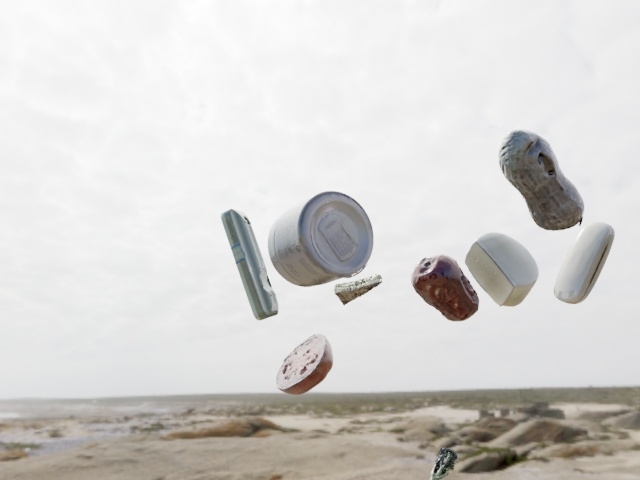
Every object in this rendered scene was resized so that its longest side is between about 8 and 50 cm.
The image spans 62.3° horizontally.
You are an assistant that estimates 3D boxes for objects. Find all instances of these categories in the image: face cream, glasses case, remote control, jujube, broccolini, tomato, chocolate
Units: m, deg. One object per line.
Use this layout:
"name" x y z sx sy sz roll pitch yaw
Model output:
"face cream" 0.000 0.000 1.080 0.177 0.177 0.153 10 -16 -28
"glasses case" 0.593 0.049 1.190 0.051 0.204 0.081 32 -7 -20
"remote control" -0.202 0.067 1.558 0.065 0.335 0.128 -21 -7 9
"jujube" 0.381 0.146 1.601 0.230 0.155 0.155 49 -34 -11
"broccolini" 0.330 0.662 1.472 0.058 0.074 0.201 20 29 19
"tomato" -0.039 0.405 1.679 0.085 0.225 0.225 50 -38 -17
"chocolate" 0.441 -0.118 1.065 0.110 0.110 0.248 -19 -68 47

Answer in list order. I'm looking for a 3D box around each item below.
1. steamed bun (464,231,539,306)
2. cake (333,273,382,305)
"steamed bun" 0.620 0.092 1.782 0.164 0.242 0.146 -15 -37 -26
"cake" 0.109 0.136 1.468 0.140 0.051 0.055 -15 -63 10
